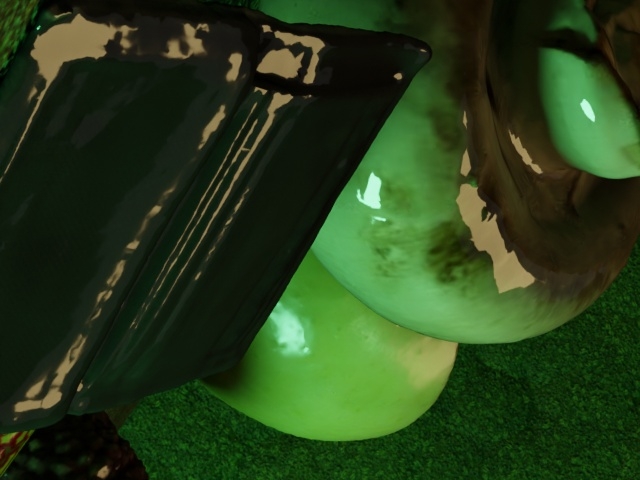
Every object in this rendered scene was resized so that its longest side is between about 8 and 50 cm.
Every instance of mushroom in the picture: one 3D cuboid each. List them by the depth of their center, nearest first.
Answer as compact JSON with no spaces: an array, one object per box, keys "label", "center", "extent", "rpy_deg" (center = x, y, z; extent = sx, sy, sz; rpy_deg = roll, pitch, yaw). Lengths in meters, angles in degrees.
[{"label":"mushroom","center":[0.129,-0.113,1.231],"extent":[0.294,0.362,0.362],"rpy_deg":[2,-139,36]}]

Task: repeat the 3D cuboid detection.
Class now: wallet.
[{"label":"wallet","center":[-0.078,-0.011,0.923],"extent":[0.323,0.041,0.247],"rpy_deg":[-9,133,-58]}]

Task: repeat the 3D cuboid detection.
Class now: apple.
[{"label":"apple","center":[-0.016,-0.005,1.464],"extent":[0.258,0.233,0.295],"rpy_deg":[-18,-134,48]}]

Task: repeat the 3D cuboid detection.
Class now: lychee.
[{"label":"lychee","center":[-0.201,0.193,1.297],"extent":[0.188,0.188,0.188],"rpy_deg":[-55,179,-2]}]

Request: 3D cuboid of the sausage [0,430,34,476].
[{"label":"sausage","center":[-0.164,0.055,1.009],"extent":[0.371,0.082,0.082],"rpy_deg":[-54,179,9]}]
